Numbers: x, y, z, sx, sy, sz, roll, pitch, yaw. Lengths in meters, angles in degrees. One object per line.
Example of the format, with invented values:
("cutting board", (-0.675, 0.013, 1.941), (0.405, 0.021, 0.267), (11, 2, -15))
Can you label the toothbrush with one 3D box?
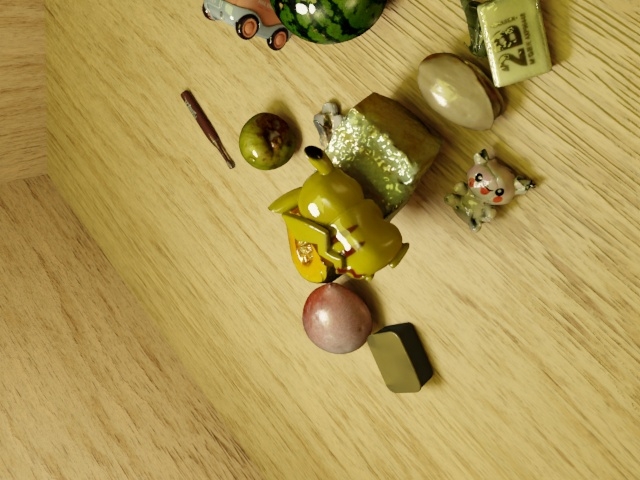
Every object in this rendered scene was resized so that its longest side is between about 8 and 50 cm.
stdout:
("toothbrush", (-0.429, -0.422, 1.981), (0.364, 0.040, 0.041), (56, 138, 9))

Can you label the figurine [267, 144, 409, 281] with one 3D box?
("figurine", (0.040, -0.046, 1.210), (0.218, 0.169, 0.327), (-37, 89, 41))

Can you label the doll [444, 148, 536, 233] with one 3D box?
("doll", (0.389, -0.113, 1.232), (0.149, 0.095, 0.192), (45, 134, 12))

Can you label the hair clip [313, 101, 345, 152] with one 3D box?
("hair clip", (0.033, -0.278, 1.548), (0.146, 0.075, 0.257), (12, 124, 45))

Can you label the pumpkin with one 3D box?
("pumpkin", (-0.001, 0.000, 1.662), (0.190, 0.139, 0.281), (16, 123, 46))

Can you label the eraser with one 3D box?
("eraser", (0.394, -0.413, 1.060), (0.117, 0.058, 0.172), (-11, 112, 25))

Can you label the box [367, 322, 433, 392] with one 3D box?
("box", (0.249, 0.361, 1.612), (0.144, 0.090, 0.201), (-24, 91, 49))

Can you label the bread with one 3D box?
("bread", (0.141, -0.170, 1.355), (0.239, 0.264, 0.395), (39, 134, 10))

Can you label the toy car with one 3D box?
("toy car", (-0.181, -0.675, 1.450), (0.180, 0.270, 0.213), (38, 114, 29))

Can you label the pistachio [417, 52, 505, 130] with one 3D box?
("pistachio", (0.312, -0.337, 1.171), (0.215, 0.144, 0.144), (37, 134, 9))

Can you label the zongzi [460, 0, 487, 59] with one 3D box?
("zongzi", (0.333, -0.465, 1.141), (0.119, 0.055, 0.109), (35, 123, 29))

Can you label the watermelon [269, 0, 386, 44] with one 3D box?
("watermelon", (0.024, -0.610, 1.229), (0.285, 0.285, 0.285), (23, 124, 38))

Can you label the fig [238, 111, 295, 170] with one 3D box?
("fig", (-0.179, -0.316, 1.666), (0.191, 0.180, 0.181), (-147, 46, -61))

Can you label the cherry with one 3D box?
("cherry", (0.043, 0.251, 1.665), (0.239, 0.206, 0.239), (27, 170, 5))
